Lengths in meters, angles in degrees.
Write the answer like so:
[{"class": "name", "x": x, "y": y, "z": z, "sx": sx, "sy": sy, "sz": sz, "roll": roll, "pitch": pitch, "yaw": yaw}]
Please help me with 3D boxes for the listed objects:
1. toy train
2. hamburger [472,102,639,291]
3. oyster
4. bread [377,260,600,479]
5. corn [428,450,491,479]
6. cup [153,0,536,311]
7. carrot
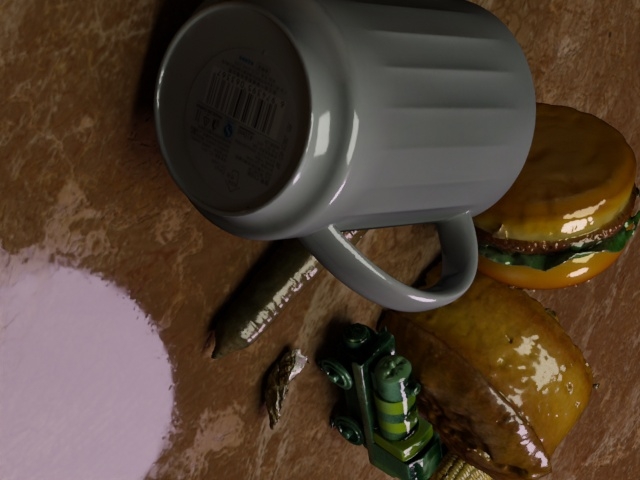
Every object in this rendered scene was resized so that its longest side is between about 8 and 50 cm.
[{"class": "toy train", "x": 0.074, "y": 0.185, "z": 1.990, "sx": 0.083, "sy": 0.132, "sz": 0.200, "roll": -43, "pitch": 143, "yaw": -26}, {"class": "hamburger", "x": 0.251, "y": -0.037, "z": 1.982, "sx": 0.246, "sy": 0.246, "sz": 0.170, "roll": -36, "pitch": 139, "yaw": -31}, {"class": "oyster", "x": -0.044, "y": 0.164, "z": 1.918, "sx": 0.093, "sy": 0.034, "sz": 0.051, "roll": -66, "pitch": 162, "yaw": -13}, {"class": "bread", "x": 0.230, "y": 0.175, "z": 2.102, "sx": 0.194, "sy": 0.179, "sz": 0.340, "roll": -50, "pitch": 133, "yaw": -18}, {"class": "corn", "x": 0.211, "y": 0.292, "z": 2.289, "sx": 0.165, "sy": 0.063, "sz": 0.085, "roll": -40, "pitch": 116, "yaw": -28}, {"class": "cup", "x": 0.031, "y": -0.084, "z": 1.625, "sx": 0.327, "sy": 0.237, "sz": 0.322, "roll": -6, "pitch": 79, "yaw": -51}, {"class": "carrot", "x": -0.001, "y": -0.001, "z": 1.831, "sx": 0.342, "sy": 0.070, "sz": 0.070, "roll": -50, "pitch": 143, "yaw": -14}]
